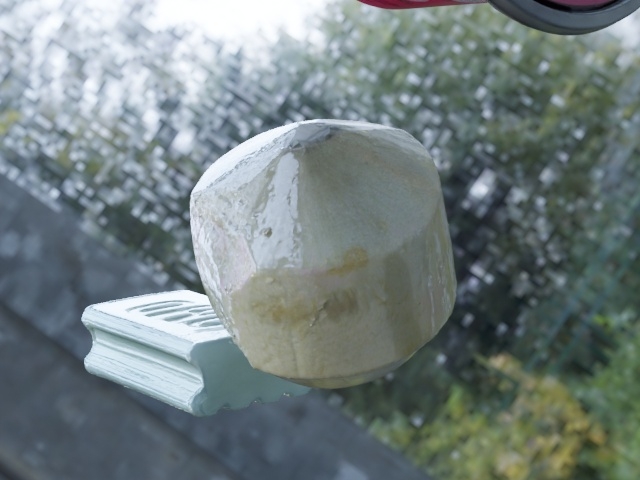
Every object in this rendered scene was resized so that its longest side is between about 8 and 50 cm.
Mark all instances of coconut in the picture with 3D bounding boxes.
[{"bbox_3d":[-0.001,-0.002,1.489,0.241,0.241,0.241,-52,-12,-16],"label":"coconut"}]

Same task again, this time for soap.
[{"bbox_3d":[-0.147,0.126,2.070,0.159,0.265,0.088,-8,-79,-33],"label":"soap"}]

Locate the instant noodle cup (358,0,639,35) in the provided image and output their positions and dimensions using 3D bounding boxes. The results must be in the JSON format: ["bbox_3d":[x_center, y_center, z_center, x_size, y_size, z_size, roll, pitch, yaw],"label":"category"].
[{"bbox_3d":[0.082,-0.243,1.093,0.181,0.302,0.258,-4,47,48],"label":"instant noodle cup"}]
